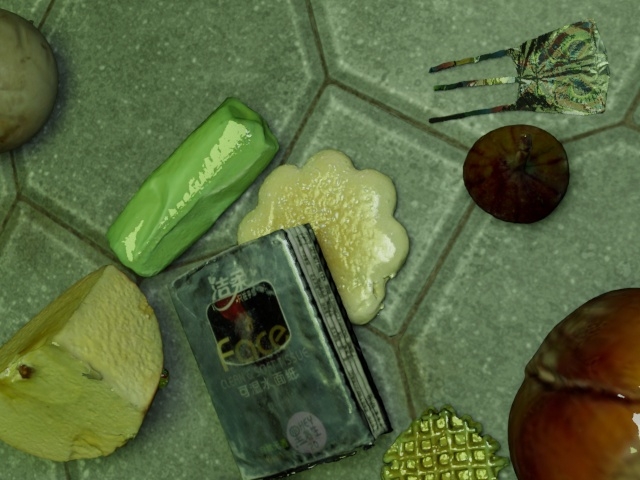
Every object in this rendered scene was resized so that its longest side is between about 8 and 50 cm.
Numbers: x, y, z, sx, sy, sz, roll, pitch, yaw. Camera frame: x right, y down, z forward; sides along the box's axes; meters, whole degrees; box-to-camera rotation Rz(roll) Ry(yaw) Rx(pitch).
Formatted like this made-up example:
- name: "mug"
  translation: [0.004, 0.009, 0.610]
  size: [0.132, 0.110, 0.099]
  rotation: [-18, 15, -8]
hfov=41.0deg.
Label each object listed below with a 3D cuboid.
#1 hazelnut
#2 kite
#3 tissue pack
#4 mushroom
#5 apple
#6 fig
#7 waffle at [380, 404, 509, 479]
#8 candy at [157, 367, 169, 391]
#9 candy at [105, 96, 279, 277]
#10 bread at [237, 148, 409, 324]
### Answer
- name: "hazelnut"
  translation: [0.412, 0.245, 1.109]
  size: [0.372, 0.315, 0.372]
  rotation: [-24, 53, 36]
- name: "kite"
  translation: [0.305, -0.253, 1.351]
  size: [0.285, 0.015, 0.152]
  rotation: [-8, 81, 20]
- name: "tissue pack"
  translation: [-0.069, 0.180, 1.356]
  size: [0.259, 0.122, 0.361]
  rotation: [-23, 87, 27]
- name: "mushroom"
  translation: [-0.660, -0.311, 1.626]
  size: [0.290, 0.292, 0.292]
  rotation: [31, 96, 53]
- name: "apple"
  translation: [-0.436, 0.220, 1.461]
  size: [0.309, 0.252, 0.314]
  rotation: [-34, 66, 36]
- name: "fig"
  translation: [0.296, -0.092, 1.261]
  size: [0.149, 0.202, 0.148]
  rotation: [23, 109, -13]
- name: "waffle"
  translation: [0.189, 0.351, 1.318]
  size: [0.169, 0.036, 0.183]
  rotation: [41, 101, 17]
- name: "candy"
  translation: [-0.305, 0.276, 1.519]
  size: [0.123, 0.035, 0.035]
  rotation: [-60, 37, 15]
- name: "candy"
  translation: [-0.223, -0.094, 1.472]
  size: [0.142, 0.132, 0.343]
  rotation: [45, 101, 3]
- name: "bread"
  translation: [0.000, 0.000, 1.420]
  size: [0.316, 0.054, 0.316]
  rotation: [-2, 84, 23]
